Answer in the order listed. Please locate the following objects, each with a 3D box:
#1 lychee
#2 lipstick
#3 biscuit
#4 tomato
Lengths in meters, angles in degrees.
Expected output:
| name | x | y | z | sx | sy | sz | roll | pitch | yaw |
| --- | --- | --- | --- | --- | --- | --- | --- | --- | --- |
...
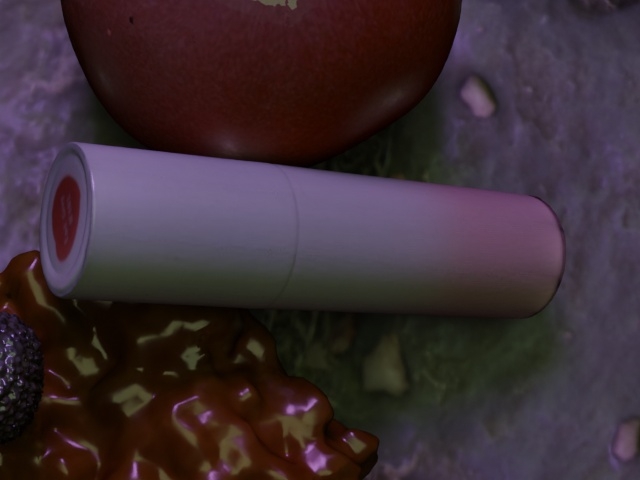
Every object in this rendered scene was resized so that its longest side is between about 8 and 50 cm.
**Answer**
| name | x | y | z | sx | sy | sz | roll | pitch | yaw |
| --- | --- | --- | --- | --- | --- | --- | --- | --- | --- |
| lychee | -0.185 | 0.077 | 0.646 | 0.067 | 0.068 | 0.083 | 41 | 63 | -35 |
| lipstick | 0.000 | 0.000 | 0.724 | 0.326 | 0.087 | 0.087 | 4 | 74 | -31 |
| biscuit | -0.133 | 0.170 | 0.712 | 0.318 | 0.110 | 0.312 | 41 | 72 | 6 |
| tomato | -0.037 | -0.166 | 0.757 | 0.255 | 0.224 | 0.256 | 1 | 84 | -10 |
